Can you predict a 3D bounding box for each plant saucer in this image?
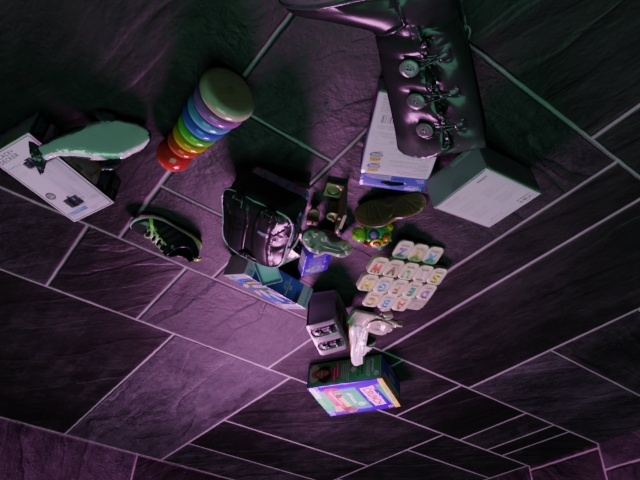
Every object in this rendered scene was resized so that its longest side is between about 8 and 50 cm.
[{"bbox_3d":[-0.173,0.047,1.822,0.067,0.018,0.192,-15,115,6],"label":"plant saucer"}]

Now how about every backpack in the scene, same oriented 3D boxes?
[{"bbox_3d":[-0.154,-0.057,1.659,0.225,0.191,0.253,25,134,10],"label":"backpack"}]

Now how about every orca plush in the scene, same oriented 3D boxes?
[{"bbox_3d":[-0.574,-0.230,1.549,0.287,0.151,0.102,-27,179,-12],"label":"orca plush"}]

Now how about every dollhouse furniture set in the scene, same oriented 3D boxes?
[{"bbox_3d":[-0.016,-0.081,1.692,0.151,0.123,0.144,10,139,-8],"label":"dollhouse furniture set"}]

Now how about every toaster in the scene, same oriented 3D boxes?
[{"bbox_3d":[0.024,0.270,2.081,0.110,0.185,0.168,-12,130,13],"label":"toaster"}]

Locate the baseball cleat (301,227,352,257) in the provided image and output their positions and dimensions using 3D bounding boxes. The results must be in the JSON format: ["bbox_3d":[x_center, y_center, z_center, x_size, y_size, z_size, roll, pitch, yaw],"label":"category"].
[{"bbox_3d":[0.000,0.000,1.782,0.206,0.109,0.072,24,99,-45],"label":"baseball cleat"}]

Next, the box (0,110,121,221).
[{"bbox_3d":[-0.705,-0.189,1.632,0.169,0.087,0.290,-19,135,24],"label":"box"}]

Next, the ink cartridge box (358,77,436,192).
[{"bbox_3d":[0.206,-0.254,1.522,0.186,0.065,0.311,5,138,-4],"label":"ink cartridge box"}]

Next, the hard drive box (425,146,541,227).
[{"bbox_3d":[0.423,-0.138,1.583,0.232,0.089,0.181,15,139,-37],"label":"hard drive box"}]

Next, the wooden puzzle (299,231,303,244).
[{"bbox_3d":[-0.042,-0.009,1.869,0.083,0.006,0.049,-11,138,15],"label":"wooden puzzle"}]

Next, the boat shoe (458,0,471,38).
[{"bbox_3d":[0.265,-0.447,1.274,0.095,0.079,0.254,-4,139,8],"label":"boat shoe"}]

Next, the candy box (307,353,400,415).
[{"bbox_3d":[0.142,0.594,2.488,0.317,0.122,0.268,-14,137,17],"label":"candy box"}]

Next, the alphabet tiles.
[{"bbox_3d":[0.259,0.117,1.916,0.284,0.021,0.278,11,125,-27],"label":"alphabet tiles"}]

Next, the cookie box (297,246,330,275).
[{"bbox_3d":[-0.018,0.056,1.894,0.092,0.040,0.107,-13,146,-22],"label":"cookie box"}]

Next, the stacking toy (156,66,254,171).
[{"bbox_3d":[-0.305,-0.271,1.486,0.141,0.141,0.330,29,138,-28],"label":"stacking toy"}]

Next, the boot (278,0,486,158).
[{"bbox_3d":[0.142,-0.368,1.278,0.367,0.146,0.445,8,148,30],"label":"boot"}]

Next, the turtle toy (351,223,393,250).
[{"bbox_3d":[0.152,-0.013,1.806,0.130,0.066,0.095,16,138,-15],"label":"turtle toy"}]

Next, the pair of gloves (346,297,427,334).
[{"bbox_3d":[0.228,0.243,2.066,0.204,0.042,0.240,21,130,-30],"label":"pair of gloves"}]

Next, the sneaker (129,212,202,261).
[{"bbox_3d":[-0.460,-0.003,1.831,0.235,0.097,0.084,22,136,-21],"label":"sneaker"}]

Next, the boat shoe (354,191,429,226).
[{"bbox_3d":[0.203,-0.088,1.708,0.224,0.080,0.073,-14,-179,37],"label":"boat shoe"}]

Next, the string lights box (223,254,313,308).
[{"bbox_3d":[-0.166,0.133,1.959,0.260,0.076,0.133,33,157,-30],"label":"string lights box"}]

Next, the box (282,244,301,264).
[{"bbox_3d":[-0.168,0.004,1.869,0.114,0.036,0.207,-27,132,31],"label":"box"}]

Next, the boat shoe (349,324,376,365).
[{"bbox_3d":[0.158,0.374,2.243,0.096,0.098,0.277,-1,139,6],"label":"boat shoe"}]
